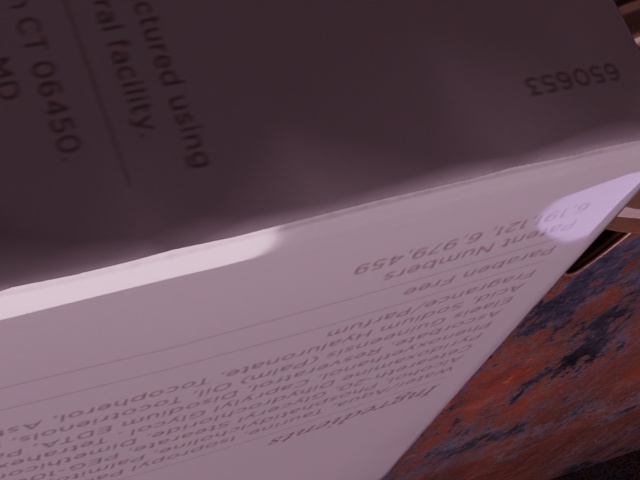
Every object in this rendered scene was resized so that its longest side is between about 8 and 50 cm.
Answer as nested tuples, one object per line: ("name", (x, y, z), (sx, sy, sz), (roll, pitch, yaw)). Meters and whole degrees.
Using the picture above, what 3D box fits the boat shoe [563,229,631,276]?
("boat shoe", (0.327, -0.074, 1.289), (0.123, 0.116, 0.324), (1, 149, -46))

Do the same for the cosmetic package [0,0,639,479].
("cosmetic package", (-0.116, -0.049, 0.626), (0.327, 0.329, 0.393), (-14, 157, -22))

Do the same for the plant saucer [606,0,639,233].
("plant saucer", (0.293, -0.101, 1.135), (0.278, 0.041, 0.278), (-3, 136, -3))
